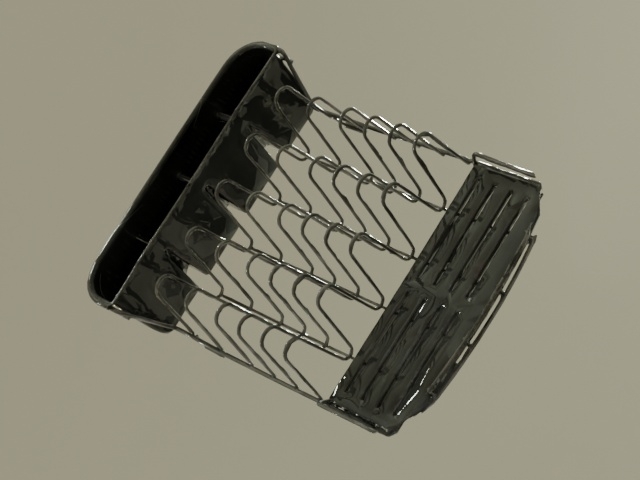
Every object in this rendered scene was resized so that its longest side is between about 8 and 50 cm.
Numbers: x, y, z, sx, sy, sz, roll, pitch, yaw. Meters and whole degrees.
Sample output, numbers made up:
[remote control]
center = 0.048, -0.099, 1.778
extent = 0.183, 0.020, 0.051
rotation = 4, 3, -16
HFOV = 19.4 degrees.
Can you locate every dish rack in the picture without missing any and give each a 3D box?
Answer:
[dish rack]
center = 0.000, 0.000, 1.179
extent = 0.074, 0.271, 0.208
rotation = 40, -103, -45
